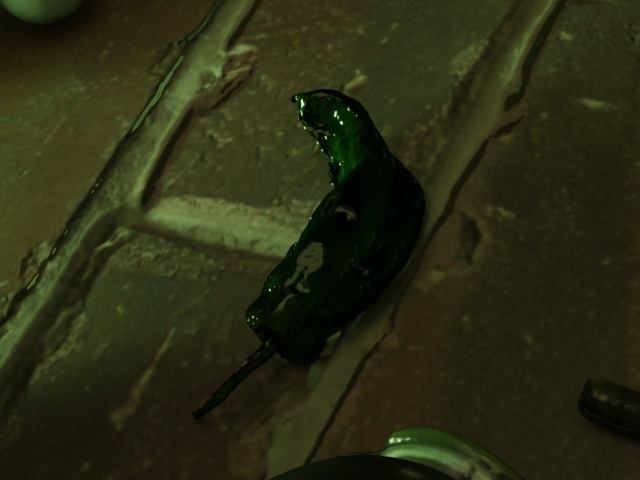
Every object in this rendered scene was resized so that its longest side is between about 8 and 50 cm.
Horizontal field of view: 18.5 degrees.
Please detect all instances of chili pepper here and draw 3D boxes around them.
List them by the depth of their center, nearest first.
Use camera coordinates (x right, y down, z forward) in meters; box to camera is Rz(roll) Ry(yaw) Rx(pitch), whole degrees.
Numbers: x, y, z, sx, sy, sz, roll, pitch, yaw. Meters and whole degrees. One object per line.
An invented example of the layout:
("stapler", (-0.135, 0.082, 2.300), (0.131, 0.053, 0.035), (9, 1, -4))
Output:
("chili pepper", (0.001, 0.000, 1.341), (0.122, 0.065, 0.279), (-3, 46, 31))

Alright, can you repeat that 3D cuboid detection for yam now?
("yam", (0.215, 0.115, 1.174), (0.129, 0.027, 0.033), (20, 20, 36))

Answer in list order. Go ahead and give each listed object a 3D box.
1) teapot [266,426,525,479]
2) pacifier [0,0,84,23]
("teapot", (0.058, 0.224, 1.004), (0.321, 0.239, 0.239), (14, 43, 38))
("pacifier", (-0.298, -0.246, 1.601), (0.233, 0.244, 0.299), (16, 53, -5))
